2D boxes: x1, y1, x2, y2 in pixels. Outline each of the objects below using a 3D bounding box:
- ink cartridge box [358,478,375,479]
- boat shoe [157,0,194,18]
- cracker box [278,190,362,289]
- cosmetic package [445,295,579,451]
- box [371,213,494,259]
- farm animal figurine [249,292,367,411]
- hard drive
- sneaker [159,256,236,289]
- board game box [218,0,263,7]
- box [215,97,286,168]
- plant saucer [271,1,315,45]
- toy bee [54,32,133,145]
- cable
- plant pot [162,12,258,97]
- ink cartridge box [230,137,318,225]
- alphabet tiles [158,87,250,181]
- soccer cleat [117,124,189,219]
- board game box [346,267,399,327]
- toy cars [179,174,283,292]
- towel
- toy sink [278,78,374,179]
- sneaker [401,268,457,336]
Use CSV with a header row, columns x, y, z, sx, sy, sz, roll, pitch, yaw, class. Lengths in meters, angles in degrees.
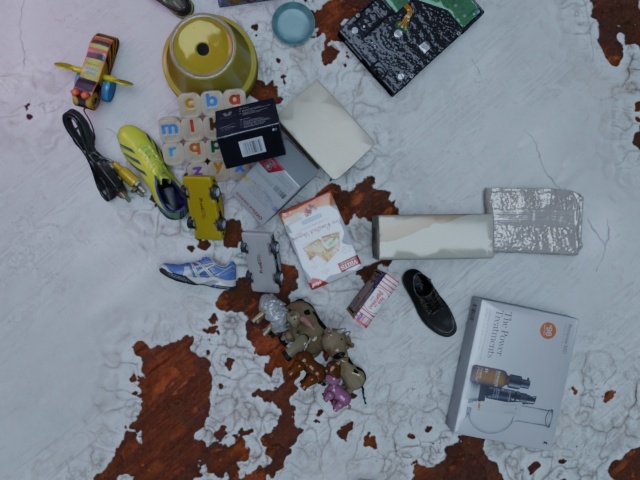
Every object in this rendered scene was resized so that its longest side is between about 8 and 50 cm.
x,y,z,sx,sy,sz,roll,pitch,yaw,class
0.157,0.723,1.933,0.143,0.090,0.092,7,91,-4,ink cartridge box
-0.436,-0.685,1.874,0.223,0.073,0.080,39,89,-4,boat shoe
0.000,0.000,1.918,0.155,0.067,0.232,-24,93,-2,cracker box
0.531,0.368,1.944,0.284,0.097,0.378,11,91,-6,cosmetic package
0.300,-0.010,1.897,0.310,0.148,0.121,-1,91,-5,box
0.002,0.278,1.856,0.172,0.330,0.327,-43,65,1,farm animal figurine
0.246,-0.594,1.919,0.339,0.064,0.237,-43,93,-1,hard drive
-0.331,0.082,1.904,0.211,0.080,0.081,10,84,-13,sneaker
-0.199,-0.678,1.852,0.194,0.194,0.060,-10,91,11,board game box
-0.174,-0.268,1.738,0.155,0.158,0.093,-13,126,0,box
-0.075,-0.594,1.922,0.119,0.021,0.120,0,91,-2,plant saucer
-0.590,-0.404,1.831,0.195,0.162,0.299,-7,92,-5,toy bee
-0.583,-0.216,1.856,0.287,0.139,0.072,57,46,-12,cable
-0.292,-0.471,1.806,0.253,0.239,0.254,0,92,-3,plant pot
-0.122,-0.153,1.843,0.128,0.127,0.176,47,123,-3,ink cartridge box
-0.275,-0.271,1.838,0.283,0.021,0.278,-6,132,-7,alphabet tiles
-0.437,-0.187,1.856,0.093,0.121,0.289,-32,95,-19,soccer cleat
0.136,0.149,1.866,0.045,0.193,0.147,36,90,-4,board game box
-0.221,-0.027,1.853,0.393,0.087,0.176,44,125,-11,toy cars
0.596,-0.053,1.959,0.282,0.049,0.187,1,91,-3,towel
0.013,-0.285,1.881,0.153,0.131,0.234,-43,88,-1,toy sink
0.303,0.179,1.913,0.083,0.118,0.222,-38,93,-2,sneaker
